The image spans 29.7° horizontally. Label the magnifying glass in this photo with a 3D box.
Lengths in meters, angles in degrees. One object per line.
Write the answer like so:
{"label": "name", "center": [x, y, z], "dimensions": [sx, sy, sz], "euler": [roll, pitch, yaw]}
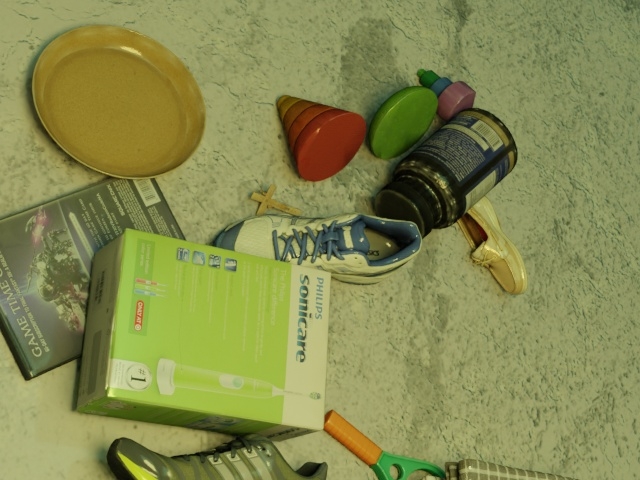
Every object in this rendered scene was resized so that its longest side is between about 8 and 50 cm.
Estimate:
{"label": "magnifying glass", "center": [0.094, 0.310, 1.643], "dimensions": [0.231, 0.026, 0.092], "euler": [39, 56, -11]}

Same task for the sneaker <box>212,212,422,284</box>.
{"label": "sneaker", "center": [0.000, 0.000, 1.643], "dimensions": [0.296, 0.131, 0.112], "euler": [-4, 75, -31]}

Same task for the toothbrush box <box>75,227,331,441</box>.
{"label": "toothbrush box", "center": [-0.139, 0.123, 1.485], "dimensions": [0.283, 0.122, 0.206], "euler": [12, 69, -25]}

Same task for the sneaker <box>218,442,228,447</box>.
{"label": "sneaker", "center": [-0.094, 0.275, 1.543], "dimensions": [0.083, 0.032, 0.037], "euler": [32, 44, -22]}

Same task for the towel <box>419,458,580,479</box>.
{"label": "towel", "center": [0.269, 0.427, 1.624], "dimensions": [0.284, 0.121, 0.235], "euler": [18, 60, -33]}

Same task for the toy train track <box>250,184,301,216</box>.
{"label": "toy train track", "center": [-0.064, -0.052, 1.692], "dimensions": [0.083, 0.014, 0.048], "euler": [21, 101, -32]}

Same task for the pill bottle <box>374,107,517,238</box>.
{"label": "pill bottle", "center": [0.184, -0.094, 1.790], "dimensions": [0.219, 0.123, 0.123], "euler": [-40, 94, -31]}

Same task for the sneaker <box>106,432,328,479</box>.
{"label": "sneaker", "center": [-0.119, 0.284, 1.464], "dimensions": [0.300, 0.111, 0.121], "euler": [26, 75, -29]}

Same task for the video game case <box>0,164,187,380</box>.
{"label": "video game case", "center": [-0.290, 0.034, 1.519], "dimensions": [0.274, 0.026, 0.196], "euler": [-24, 85, -35]}

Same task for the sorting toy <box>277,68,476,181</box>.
{"label": "sorting toy", "center": [0.073, -0.200, 1.803], "dimensions": [0.365, 0.127, 0.126], "euler": [-20, 53, -38]}

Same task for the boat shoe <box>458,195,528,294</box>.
{"label": "boat shoe", "center": [0.254, 0.012, 1.837], "dimensions": [0.059, 0.063, 0.170], "euler": [-18, 72, -32]}

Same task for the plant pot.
{"label": "plant pot", "center": [-0.267, -0.178, 1.597], "dimensions": [0.236, 0.032, 0.236], "euler": [12, 59, -22]}
